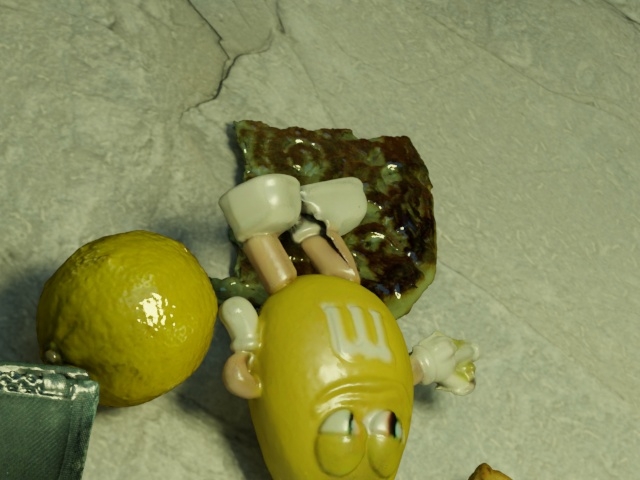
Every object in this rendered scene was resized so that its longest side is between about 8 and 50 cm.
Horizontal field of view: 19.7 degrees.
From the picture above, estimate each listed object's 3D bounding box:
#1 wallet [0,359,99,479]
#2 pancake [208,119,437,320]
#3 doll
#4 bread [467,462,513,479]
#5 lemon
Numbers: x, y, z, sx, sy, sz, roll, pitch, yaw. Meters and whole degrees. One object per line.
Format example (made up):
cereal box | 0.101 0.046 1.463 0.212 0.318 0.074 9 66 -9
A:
wallet | -0.407 0.227 1.844 0.342 0.237 0.075 7 11 -26
pancake | 0.005 0.001 2.390 0.305 0.067 0.427 16 48 -9
doll | 0.016 0.112 2.177 0.348 0.161 0.423 -37 93 -38
bread | 0.249 0.360 2.201 0.211 0.083 0.114 33 39 -2
lemon | -0.218 0.088 2.073 0.192 0.192 0.231 47 44 12
